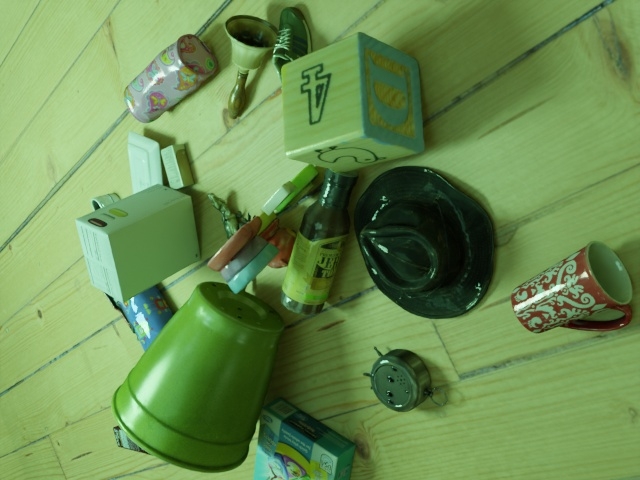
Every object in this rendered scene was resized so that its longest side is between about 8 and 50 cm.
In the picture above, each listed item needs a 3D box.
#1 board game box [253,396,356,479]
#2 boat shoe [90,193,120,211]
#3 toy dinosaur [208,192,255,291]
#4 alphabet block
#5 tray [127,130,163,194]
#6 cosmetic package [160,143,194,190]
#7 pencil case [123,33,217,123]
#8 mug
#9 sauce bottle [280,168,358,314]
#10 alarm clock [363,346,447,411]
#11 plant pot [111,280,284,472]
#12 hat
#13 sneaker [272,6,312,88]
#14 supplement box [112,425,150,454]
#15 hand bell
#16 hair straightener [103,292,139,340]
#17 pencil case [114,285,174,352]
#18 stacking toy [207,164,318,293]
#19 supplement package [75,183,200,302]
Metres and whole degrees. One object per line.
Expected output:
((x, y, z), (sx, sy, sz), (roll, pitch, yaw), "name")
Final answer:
((-0.054, 0.611, 1.681), (0.254, 0.079, 0.335), (23, 116, 35), "board game box")
((-0.633, -0.015, 2.002), (0.095, 0.084, 0.258), (-27, 84, 41), "boat shoe")
((-0.203, -0.005, 1.654), (0.118, 0.064, 0.268), (-15, 94, 56), "toy dinosaur")
((0.060, -0.252, 1.248), (0.197, 0.192, 0.193), (-10, 77, 42), "alphabet block")
((-0.496, -0.162, 1.853), (0.145, 0.030, 0.270), (23, 125, 36), "tray")
((-0.385, -0.197, 1.768), (0.060, 0.041, 0.115), (-10, 95, 43), "cosmetic package")
((-0.386, -0.406, 1.664), (0.284, 0.124, 0.124), (-25, 85, 43), "pencil case")
((0.426, 0.103, 1.110), (0.169, 0.113, 0.150), (-37, 75, 44), "mug")
((0.000, 0.000, 1.444), (0.111, 0.111, 0.344), (33, 120, 30), "sauce bottle")
((0.184, 0.309, 1.408), (0.192, 0.064, 0.129), (14, 111, 34), "alarm clock")
((-0.265, 0.305, 1.607), (0.366, 0.366, 0.352), (34, 102, 29), "plant pot")
((0.168, 0.018, 1.293), (0.331, 0.134, 0.331), (13, 111, 38), "hat")
((-0.067, -0.406, 1.407), (0.064, 0.086, 0.192), (-6, 97, 42), "sneaker")
((-0.523, 0.602, 2.048), (0.239, 0.130, 0.073), (-5, 99, 42), "supplement box")
((-0.180, -0.382, 1.522), (0.126, 0.126, 0.242), (47, 140, 21), "hand bell")
((-0.617, 0.214, 2.076), (0.089, 0.047, 0.230), (-43, 74, 40), "hair straightener")
((-0.510, 0.226, 1.938), (0.133, 0.119, 0.306), (-40, 74, 15), "pencil case")
((-0.086, -0.015, 1.427), (0.130, 0.309, 0.279), (45, 113, -3), "stacking toy")
((-0.471, 0.000, 1.725), (0.145, 0.262, 0.204), (21, 128, 34), "supplement package")
